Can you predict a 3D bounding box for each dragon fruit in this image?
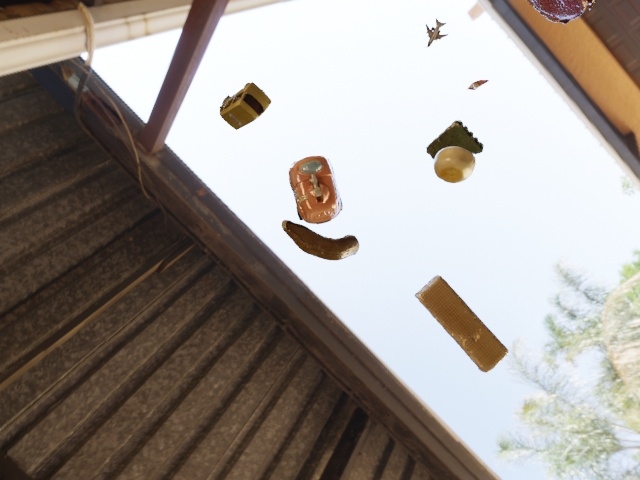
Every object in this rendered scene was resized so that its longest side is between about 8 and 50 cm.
[{"bbox_3d":[0.992,-1.067,1.657,0.296,0.263,0.314,33,-168,-3],"label":"dragon fruit"}]

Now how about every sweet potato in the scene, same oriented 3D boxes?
[{"bbox_3d":[-0.003,0.001,1.393,0.285,0.085,0.112,18,-109,-18],"label":"sweet potato"}]

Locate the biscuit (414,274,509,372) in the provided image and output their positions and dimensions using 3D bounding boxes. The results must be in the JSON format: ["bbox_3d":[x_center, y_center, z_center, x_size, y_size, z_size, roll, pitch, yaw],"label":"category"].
[{"bbox_3d":[0.562,0.335,1.669,0.144,0.078,0.426,-43,-88,-2],"label":"biscuit"}]

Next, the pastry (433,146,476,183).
[{"bbox_3d":[0.505,-0.284,1.584,0.156,0.156,0.092,24,-116,-24],"label":"pastry"}]

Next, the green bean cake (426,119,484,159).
[{"bbox_3d":[0.619,-0.430,1.938,0.193,0.208,0.107,46,-149,-5],"label":"green bean cake"}]

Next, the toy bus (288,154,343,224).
[{"bbox_3d":[-0.024,-0.211,1.666,0.194,0.232,0.288,-14,-97,0],"label":"toy bus"}]

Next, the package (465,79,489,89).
[{"bbox_3d":[0.581,-0.578,1.555,0.029,0.059,0.083,62,178,-18],"label":"package"}]

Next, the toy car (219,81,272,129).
[{"bbox_3d":[-0.280,-0.451,1.452,0.101,0.256,0.124,41,-114,-28],"label":"toy car"}]

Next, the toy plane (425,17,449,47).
[{"bbox_3d":[0.354,-0.640,1.300,0.078,0.083,0.031,22,-143,-6],"label":"toy plane"}]
